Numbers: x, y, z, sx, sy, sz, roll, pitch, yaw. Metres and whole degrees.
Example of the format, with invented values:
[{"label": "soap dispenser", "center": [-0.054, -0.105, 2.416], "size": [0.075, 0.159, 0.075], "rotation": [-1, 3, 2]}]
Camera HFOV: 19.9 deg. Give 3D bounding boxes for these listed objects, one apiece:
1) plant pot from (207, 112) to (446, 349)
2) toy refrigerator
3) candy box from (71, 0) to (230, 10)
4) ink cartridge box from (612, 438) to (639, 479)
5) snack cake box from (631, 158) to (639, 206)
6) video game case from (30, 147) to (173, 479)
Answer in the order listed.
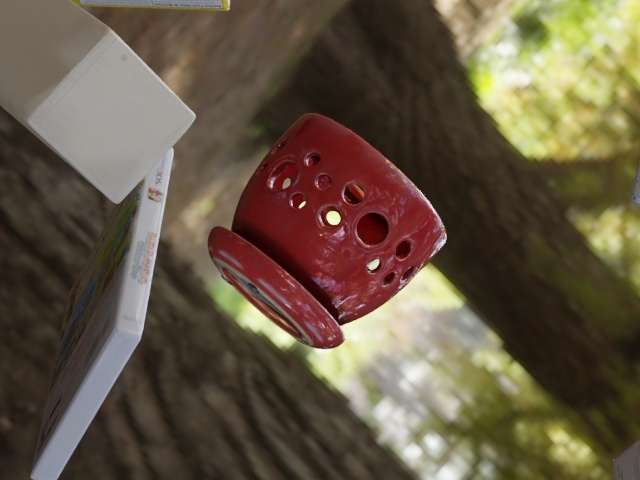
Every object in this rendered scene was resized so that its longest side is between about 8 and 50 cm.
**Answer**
[{"label": "plant pot", "center": [0.000, 0.000, 1.778], "size": [0.174, 0.191, 0.191], "rotation": [-50, 177, -9]}, {"label": "toy refrigerator", "center": [-0.204, -0.135, 1.332], "size": [0.094, 0.102, 0.269], "rotation": [-48, -142, -5]}, {"label": "candy box", "center": [-0.181, -0.231, 1.504], "size": [0.105, 0.206, 0.027], "rotation": [80, 14, -64]}, {"label": "ink cartridge box", "center": [0.393, 0.219, 1.797], "size": [0.175, 0.127, 0.072], "rotation": [-50, -147, 44]}, {"label": "snack cake box", "center": [0.320, -0.024, 0.998], "size": [0.152, 0.264, 0.089], "rotation": [15, 89, -66]}, {"label": "video game case", "center": [-0.181, 0.061, 1.514], "size": [0.227, 0.026, 0.206], "rotation": [123, -21, -45]}]
